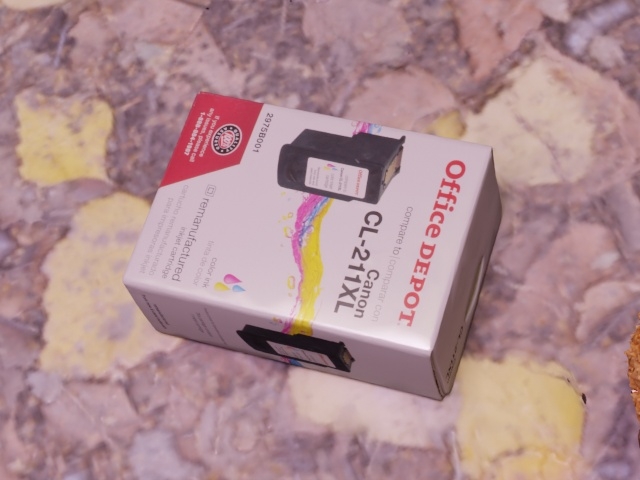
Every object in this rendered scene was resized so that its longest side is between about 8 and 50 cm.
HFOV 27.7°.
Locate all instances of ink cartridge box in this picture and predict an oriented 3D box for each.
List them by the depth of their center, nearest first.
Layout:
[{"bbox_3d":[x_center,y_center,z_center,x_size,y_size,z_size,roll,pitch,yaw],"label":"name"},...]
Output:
[{"bbox_3d":[0.000,0.000,0.716,0.175,0.072,0.127,12,66,16],"label":"ink cartridge box"}]

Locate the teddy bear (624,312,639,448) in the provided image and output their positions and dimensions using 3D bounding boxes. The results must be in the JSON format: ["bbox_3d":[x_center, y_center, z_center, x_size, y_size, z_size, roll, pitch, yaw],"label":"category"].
[{"bbox_3d":[0.255,0.122,0.519,0.113,0.245,0.338,-41,69,-17],"label":"teddy bear"}]
